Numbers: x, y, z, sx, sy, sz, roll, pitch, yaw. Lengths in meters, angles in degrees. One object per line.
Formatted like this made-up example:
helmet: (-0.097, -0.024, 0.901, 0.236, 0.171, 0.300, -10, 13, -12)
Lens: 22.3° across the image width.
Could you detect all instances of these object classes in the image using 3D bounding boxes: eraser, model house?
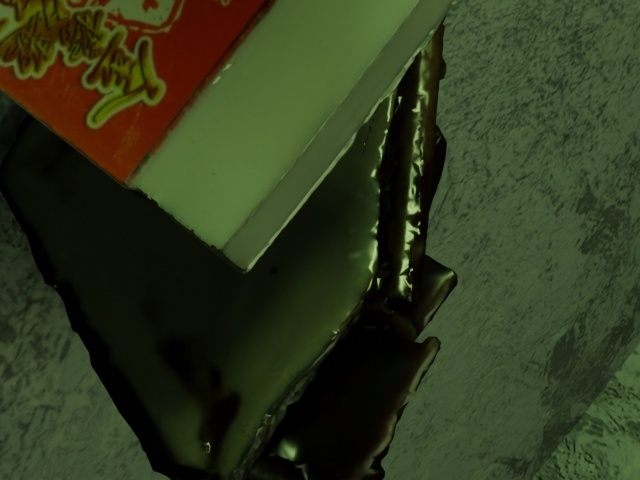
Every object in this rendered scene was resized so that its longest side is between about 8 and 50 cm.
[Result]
eraser: (-0.074, -0.112, 0.738, 0.157, 0.230, 0.038, -52, 158, -2)
model house: (0.000, 0.000, 0.957, 0.297, 0.317, 0.282, -38, 149, -2)
